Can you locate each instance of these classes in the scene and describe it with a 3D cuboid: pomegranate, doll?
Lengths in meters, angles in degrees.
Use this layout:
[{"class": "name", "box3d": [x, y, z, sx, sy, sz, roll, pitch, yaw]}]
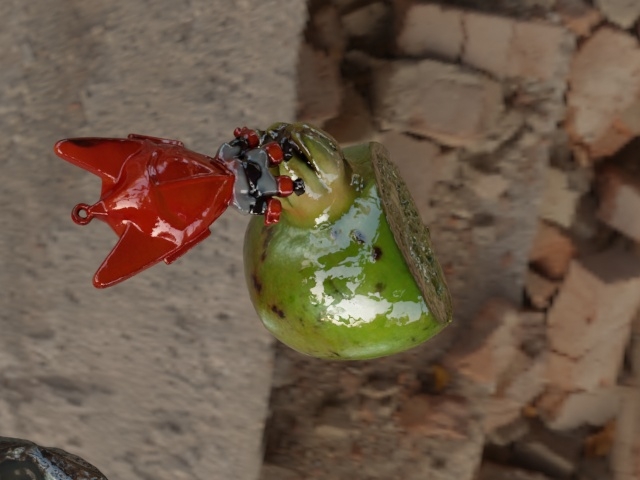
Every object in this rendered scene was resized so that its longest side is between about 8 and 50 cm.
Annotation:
[{"class": "pomegranate", "box3d": [0.005, 0.014, 1.477, 0.159, 0.241, 0.190, -21, 71, 10]}, {"class": "doll", "box3d": [-0.094, -0.036, 1.213, 0.169, 0.057, 0.109, -14, 80, -17]}]

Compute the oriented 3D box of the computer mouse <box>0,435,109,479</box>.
[{"class": "computer mouse", "box3d": [-0.187, 0.168, 1.025, 0.062, 0.192, 0.105, -11, 98, -63]}]
